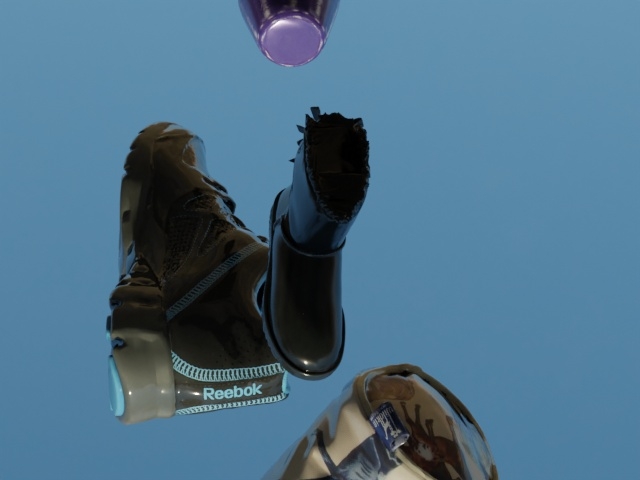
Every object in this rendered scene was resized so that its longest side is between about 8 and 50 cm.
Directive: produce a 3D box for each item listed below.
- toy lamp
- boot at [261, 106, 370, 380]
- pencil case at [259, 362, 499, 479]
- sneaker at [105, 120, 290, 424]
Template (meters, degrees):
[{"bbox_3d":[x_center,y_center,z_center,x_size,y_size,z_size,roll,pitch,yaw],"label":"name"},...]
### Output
[{"bbox_3d":[-0.028,-0.230,1.298,0.080,0.080,0.274,-1,-141,-5],"label":"toy lamp"},{"bbox_3d":[0.001,0.000,0.865,0.045,0.099,0.121,4,-117,-14],"label":"boot"},{"bbox_3d":[-0.021,0.302,1.518,0.160,0.410,0.183,33,-160,-25],"label":"pencil case"},{"bbox_3d":[-0.095,0.024,1.339,0.140,0.125,0.341,0,-142,-4],"label":"sneaker"}]
